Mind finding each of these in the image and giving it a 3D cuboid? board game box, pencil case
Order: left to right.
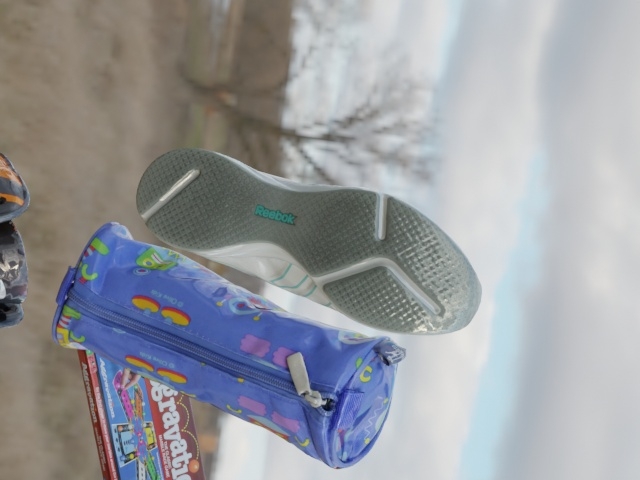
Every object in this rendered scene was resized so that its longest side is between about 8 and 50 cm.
[{"bbox_3d":[-0.232,0.263,2.149,0.027,0.145,0.281,-4,-81,51],"label":"board game box"},{"bbox_3d":[-0.081,0.088,1.358,0.119,0.306,0.133,-69,162,2],"label":"pencil case"}]

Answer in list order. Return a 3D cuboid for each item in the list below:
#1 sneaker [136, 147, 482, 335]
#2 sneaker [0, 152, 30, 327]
[{"bbox_3d":[0.000,0.000,0.681,0.053,0.152,0.061,-68,163,-3],"label":"sneaker"},{"bbox_3d":[-0.245,0.018,0.821,0.321,0.180,0.124,-83,-175,-53],"label":"sneaker"}]
